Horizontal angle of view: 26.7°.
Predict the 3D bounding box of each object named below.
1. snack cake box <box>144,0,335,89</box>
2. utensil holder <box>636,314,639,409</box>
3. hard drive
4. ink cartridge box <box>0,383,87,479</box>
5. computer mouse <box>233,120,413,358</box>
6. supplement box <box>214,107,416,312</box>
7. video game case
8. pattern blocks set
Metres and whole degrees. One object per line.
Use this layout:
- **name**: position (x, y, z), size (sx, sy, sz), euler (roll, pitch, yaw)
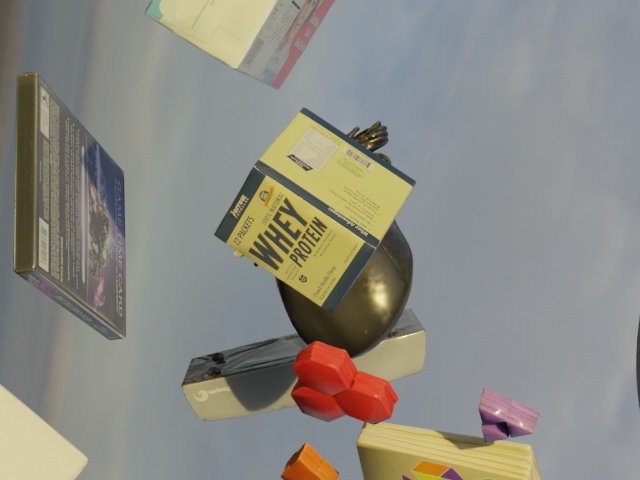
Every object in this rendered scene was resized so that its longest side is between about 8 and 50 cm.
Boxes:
- **snack cake box**: position (-0.048, -0.221, 1.155), size (0.152, 0.089, 0.264), euler (-59, 176, 5)
- **utensil holder**: position (0.609, 0.145, 1.551), size (0.327, 0.385, 0.328), euler (-179, -90, -79)
- **hard drive**: position (-0.015, 0.131, 1.437), size (0.172, 0.254, 0.054), euler (-108, -175, -84)
- **ink cartridge box**: position (-0.435, 0.136, 1.278), size (0.166, 0.285, 0.395), euler (-51, -149, -14)
- **computer mouse**: position (0.000, 0.000, 1.183), size (0.188, 0.072, 0.272), euler (-44, -151, 14)
- **supplement box**: position (-0.002, -0.019, 0.782), size (0.056, 0.083, 0.083), euler (-57, 179, 36)
- **video game case**: position (-0.247, -0.025, 1.362), size (0.274, 0.026, 0.196), euler (64, 22, -71)
- **pattern blocks set**: position (0.105, 0.203, 1.053), size (0.325, 0.285, 0.026), euler (89, 21, -51)
